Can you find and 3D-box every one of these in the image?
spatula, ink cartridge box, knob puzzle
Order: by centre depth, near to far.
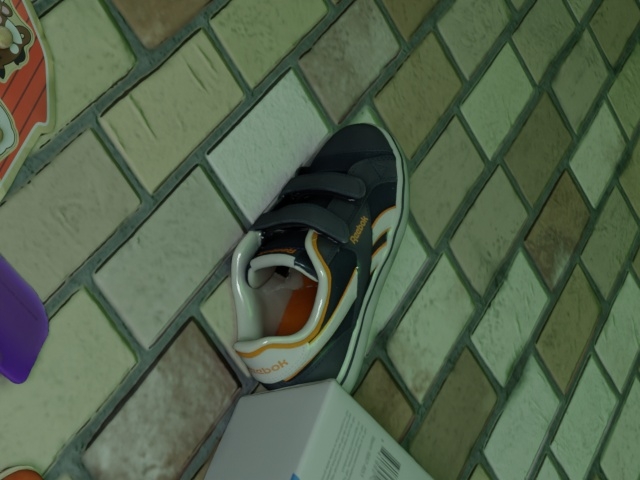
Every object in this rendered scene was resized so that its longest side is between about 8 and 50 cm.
[{"bbox_3d":[-0.284,0.132,0.910,0.084,0.030,0.296,52,44,-28],"label":"spatula"},{"bbox_3d":[-0.285,-0.155,1.004,0.213,0.030,0.213,19,64,-45],"label":"knob puzzle"},{"bbox_3d":[0.024,0.311,1.133,0.307,0.129,0.223,47,46,-29],"label":"ink cartridge box"}]

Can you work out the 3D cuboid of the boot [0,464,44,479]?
[{"bbox_3d":[-0.233,0.230,0.898,0.059,0.085,0.158,49,44,-25],"label":"boot"}]

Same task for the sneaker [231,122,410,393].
[{"bbox_3d":[0.000,0.000,1.210,0.127,0.126,0.321,40,52,-42],"label":"sneaker"}]
